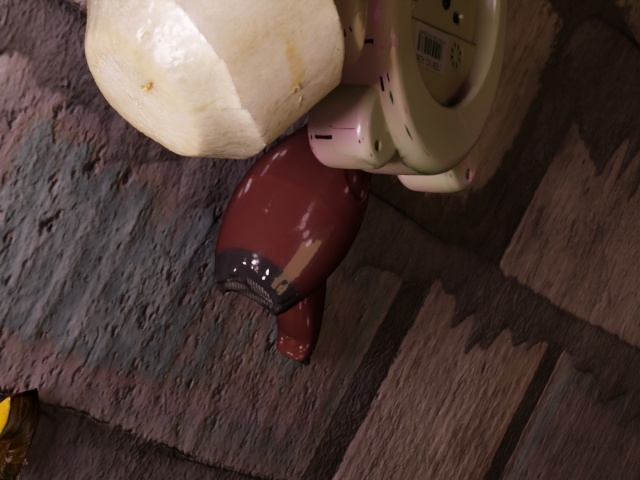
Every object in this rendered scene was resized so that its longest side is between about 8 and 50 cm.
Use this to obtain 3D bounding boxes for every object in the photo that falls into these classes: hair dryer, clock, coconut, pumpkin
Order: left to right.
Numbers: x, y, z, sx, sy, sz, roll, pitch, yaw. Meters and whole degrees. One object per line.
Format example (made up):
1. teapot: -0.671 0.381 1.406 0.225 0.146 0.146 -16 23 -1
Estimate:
1. pumpkin: -0.279 0.174 1.700 0.073 0.035 0.101 -2 112 -69
2. coconut: -0.074 -0.180 1.579 0.222 0.202 0.202 -46 146 -24
3. hair dryer: 0.000 0.000 1.959 0.312 0.123 0.340 -57 162 -31
4. clock: 0.079 -0.209 1.796 0.284 0.114 0.309 13 82 -60
